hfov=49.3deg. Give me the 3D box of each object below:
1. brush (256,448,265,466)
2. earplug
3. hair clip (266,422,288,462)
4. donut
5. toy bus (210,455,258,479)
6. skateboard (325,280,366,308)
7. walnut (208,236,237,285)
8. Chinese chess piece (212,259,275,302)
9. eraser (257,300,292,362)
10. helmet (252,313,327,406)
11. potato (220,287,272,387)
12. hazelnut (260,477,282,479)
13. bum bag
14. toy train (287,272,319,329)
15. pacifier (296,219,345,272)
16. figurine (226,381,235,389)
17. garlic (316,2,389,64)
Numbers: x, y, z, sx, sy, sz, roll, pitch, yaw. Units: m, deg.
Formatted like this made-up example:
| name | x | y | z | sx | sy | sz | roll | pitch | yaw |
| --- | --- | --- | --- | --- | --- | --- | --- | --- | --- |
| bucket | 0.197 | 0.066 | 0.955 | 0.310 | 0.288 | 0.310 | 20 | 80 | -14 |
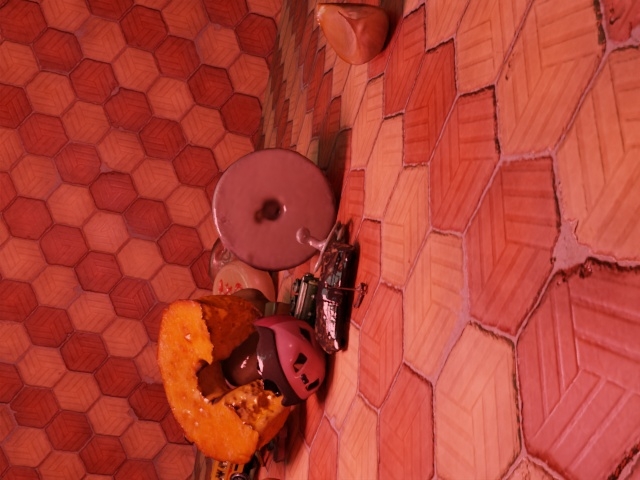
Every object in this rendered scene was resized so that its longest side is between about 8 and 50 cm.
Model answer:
| name | x | y | z | sx | sy | sz | roll | pitch | yaw |
| --- | --- | --- | --- | --- | --- | --- | --- | --- | --- |
| brush | -0.178 | 0.610 | 2.009 | 0.043 | 0.014 | 0.170 | 44 | 155 | 37 |
| earplug | -0.146 | -0.089 | 1.918 | 0.394 | 0.313 | 0.312 | -157 | 78 | -79 |
| hair clip | -0.129 | 0.517 | 1.897 | 0.257 | 0.075 | 0.146 | 173 | 105 | -70 |
| donut | -0.257 | 0.342 | 1.791 | 0.378 | 0.163 | 0.435 | -21 | 90 | 46 |
| toy bus | -0.247 | 0.629 | 2.108 | 0.121 | 0.123 | 0.335 | -55 | -18 | -68 |
| skateboard | 0.046 | 0.110 | 1.423 | 0.032 | 0.083 | 0.064 | -96 | 20 | -50 |
| walnut | -0.307 | 0.081 | 2.650 | 0.273 | 0.227 | 0.273 | -164 | 90 | -79 |
| Chinese chess piece | -0.269 | 0.198 | 2.428 | 0.273 | 0.102 | 0.273 | 4 | 95 | 48 |
| eraser | -0.101 | 0.255 | 1.848 | 0.058 | 0.117 | 0.172 | -8 | 70 | 46 |
| helmet | -0.060 | 0.261 | 1.614 | 0.198 | 0.154 | 0.253 | 62 | -163 | -22 |
| potato | -0.200 | 0.294 | 2.028 | 0.326 | 0.221 | 0.243 | -129 | 42 | -55 |
| hazelnut | -0.106 | 0.612 | 1.458 | 0.210 | 0.186 | 0.210 | -32 | 50 | 49 |
| bum bag | 0.026 | 0.123 | 1.528 | 0.102 | 0.069 | 0.248 | -2 | 73 | 40 |
| toy train | -0.037 | 0.169 | 1.781 | 0.111 | 0.071 | 0.170 | -161 | 83 | -68 |
| pacifier | 0.000 | 0.000 | 1.652 | 0.126 | 0.117 | 0.150 | -56 | -10 | -34 |
| figurine | -0.211 | 0.435 | 2.218 | 0.141 | 0.166 | 0.250 | -12 | 46 | 46 |
| garlic | 0.078 | -0.487 | 1.600 | 0.145 | 0.164 | 0.245 | -59 | 22 | 10 |
